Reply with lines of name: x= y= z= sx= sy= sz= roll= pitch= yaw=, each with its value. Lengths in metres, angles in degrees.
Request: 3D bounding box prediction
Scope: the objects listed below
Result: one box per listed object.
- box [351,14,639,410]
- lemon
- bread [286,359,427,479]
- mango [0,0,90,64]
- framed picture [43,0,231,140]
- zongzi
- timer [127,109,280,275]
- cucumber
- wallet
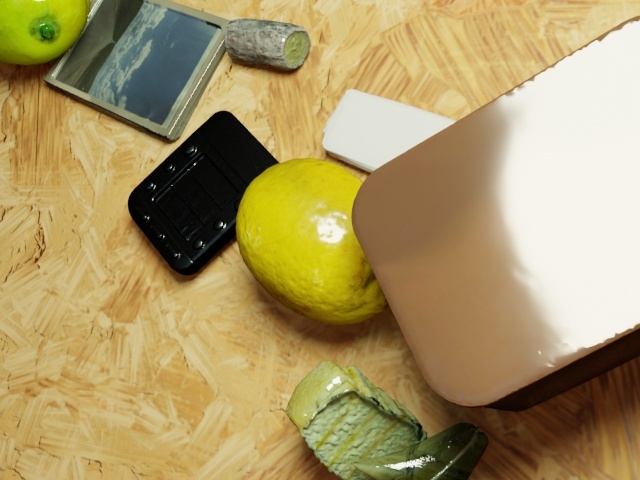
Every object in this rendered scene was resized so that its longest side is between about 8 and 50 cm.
box: x=0.241 y=-0.001 z=0.812 sx=0.339 sy=0.229 sz=0.239 roll=-30 pitch=66 yaw=11
lemon: x=0.000 y=0.000 z=0.945 sx=0.207 sy=0.170 sz=0.170 roll=35 pitch=90 yaw=32
bread: x=0.030 y=0.193 z=0.920 sx=0.103 sy=0.156 sz=0.110 roll=-47 pitch=31 yaw=-4
mango: x=-0.468 y=-0.359 z=1.246 sx=0.343 sy=0.156 sz=0.192 roll=20 pitch=74 yaw=35
framed picture: x=-0.259 y=-0.261 z=1.209 sx=0.260 sy=0.023 sz=0.189 roll=26 pitch=83 yaw=27
zongzi: x=0.105 y=0.217 z=0.883 sx=0.113 sy=0.052 sz=0.104 roll=32 pitch=81 yaw=-2
timer: x=-0.144 y=-0.060 z=1.086 sx=0.187 sy=0.055 sz=0.144 roll=-43 pitch=66 yaw=1
cucumber: x=-0.073 y=-0.260 z=1.109 sx=0.112 sy=0.064 sz=0.064 roll=18 pitch=82 yaw=29
wallet: x=0.090 y=-0.118 z=1.018 sx=0.190 sy=0.033 sz=0.095 roll=21 pitch=82 yaw=25
